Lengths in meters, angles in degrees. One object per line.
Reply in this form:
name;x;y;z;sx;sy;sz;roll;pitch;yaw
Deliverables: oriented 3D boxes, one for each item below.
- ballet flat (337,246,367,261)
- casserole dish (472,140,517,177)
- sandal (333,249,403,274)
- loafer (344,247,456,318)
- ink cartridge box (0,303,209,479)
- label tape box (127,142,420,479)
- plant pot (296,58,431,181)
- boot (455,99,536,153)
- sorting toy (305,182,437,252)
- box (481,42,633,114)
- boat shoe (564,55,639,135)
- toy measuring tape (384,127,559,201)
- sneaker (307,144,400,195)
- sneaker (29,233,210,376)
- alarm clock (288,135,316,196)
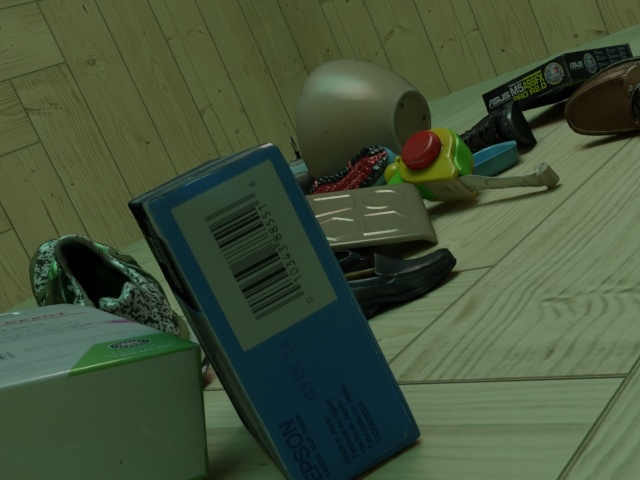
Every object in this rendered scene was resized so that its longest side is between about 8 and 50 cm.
ballet flat;0.025;0.014;1.195;0.206;0.073;0.067;-29;-16;-38
casserole dish;0.270;-0.125;1.374;0.188;0.037;0.114;-27;11;-12
sandal;-0.004;0.055;1.034;0.254;0.055;0.097;-16;13;39
loafer;0.076;0.043;0.895;0.170;0.061;0.062;-25;9;-7
ink cartridge box;-0.272;0.144;0.715;0.207;0.119;0.353;-8;7;-33
label tape box;-0.067;0.052;0.680;0.105;0.241;0.333;-28;10;-14
plant pot;0.115;-0.240;1.596;0.190;0.284;0.284;3;27;43
boot;0.301;-0.188;1.537;0.228;0.091;0.263;-27;5;16
sorting toy;0.057;-0.030;1.148;0.208;0.038;0.193;-3;26;0
box;0.515;-0.344;1.665;0.270;0.060;0.216;-18;-3;-38
boat shoe;0.492;-0.219;1.135;0.307;0.111;0.104;-15;13;43
toy measuring tape;0.230;-0.126;1.211;0.121;0.122;0.330;-32;20;-37
sneaker;0.077;-0.086;1.528;0.125;0.104;0.261;14;-31;-38
sneaker;-0.287;0.049;0.998;0.158;0.182;0.410;-33;37;-25
alarm clock;-0.028;-0.137;1.676;0.064;0.192;0.129;-21;11;12
